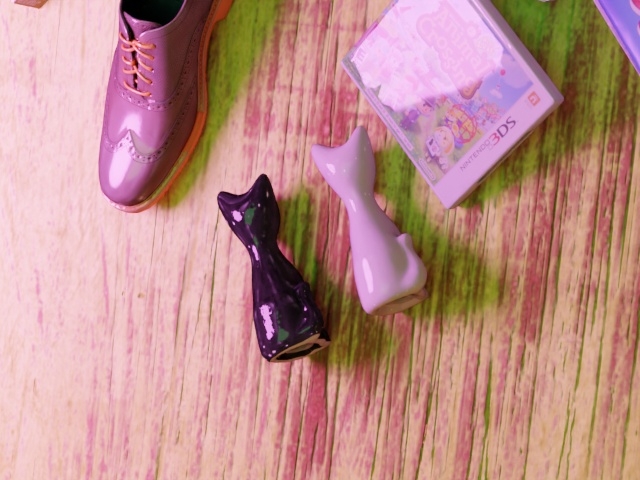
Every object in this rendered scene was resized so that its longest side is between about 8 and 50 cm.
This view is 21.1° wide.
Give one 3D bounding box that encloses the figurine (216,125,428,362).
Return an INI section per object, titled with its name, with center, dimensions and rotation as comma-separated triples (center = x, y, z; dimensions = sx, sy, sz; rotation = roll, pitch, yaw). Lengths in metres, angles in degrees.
[figurine]
center = 0.000, 0.000, 1.905
dimensions = 0.215, 0.092, 0.209
rotation = -26, 75, 21

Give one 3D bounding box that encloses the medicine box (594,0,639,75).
[medicine box]
center = 0.425, -0.249, 1.587
dimensions = 0.289, 0.149, 0.263
rotation = -43, 55, 30

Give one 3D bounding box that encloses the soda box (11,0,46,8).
[soda box]
center = -0.314, -0.364, 2.059
dimensions = 0.181, 0.058, 0.061
rotation = -44, 73, 17

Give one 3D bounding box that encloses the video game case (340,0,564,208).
[video game case]
center = 0.136, -0.172, 1.839
dimensions = 0.212, 0.023, 0.193
rotation = 55, 130, 15

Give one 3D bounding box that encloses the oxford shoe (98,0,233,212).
[oxford shoe]
center = -0.199, -0.208, 1.964
dimensions = 0.130, 0.133, 0.363
rotation = 18, 98, 23
